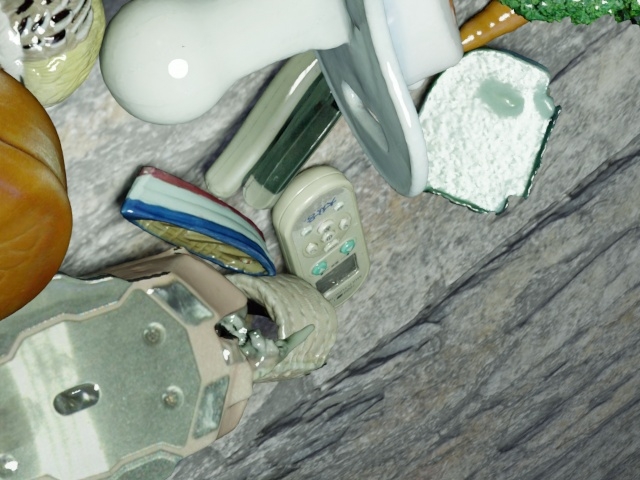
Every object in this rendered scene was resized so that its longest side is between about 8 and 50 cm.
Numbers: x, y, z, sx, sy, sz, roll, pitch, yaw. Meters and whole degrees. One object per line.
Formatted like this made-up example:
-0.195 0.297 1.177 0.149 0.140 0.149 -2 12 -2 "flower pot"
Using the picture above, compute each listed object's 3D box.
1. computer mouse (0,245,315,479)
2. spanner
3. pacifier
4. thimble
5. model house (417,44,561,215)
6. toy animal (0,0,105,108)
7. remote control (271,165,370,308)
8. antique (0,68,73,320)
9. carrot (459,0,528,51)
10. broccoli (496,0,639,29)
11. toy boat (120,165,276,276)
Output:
-0.180 0.109 1.501 0.389 0.115 0.199 -18 101 -32 "computer mouse"
0.024 -0.159 1.514 0.325 0.040 0.096 -54 153 12 "spanner"
-0.036 -0.151 1.239 0.233 0.244 0.299 -25 123 -13 "pacifier"
-0.052 0.079 1.699 0.090 0.115 0.102 2 109 -56 "thimble"
0.150 -0.102 1.742 0.149 0.119 0.148 -34 143 -82 "model house"
-0.181 -0.148 1.190 0.098 0.098 0.137 9 108 -59 "toy animal"
0.000 0.000 1.736 0.078 0.042 0.221 -38 156 -12 "remote control"
-0.268 -0.020 1.153 0.224 0.129 0.278 -1 150 -22 "antique"
0.251 -0.260 1.669 0.336 0.069 0.069 -38 155 -3 "carrot"
0.211 -0.279 1.438 0.254 0.269 0.269 9 133 -17 "broccoli"
-0.100 -0.013 1.549 0.229 0.080 0.045 33 69 -61 "toy boat"
